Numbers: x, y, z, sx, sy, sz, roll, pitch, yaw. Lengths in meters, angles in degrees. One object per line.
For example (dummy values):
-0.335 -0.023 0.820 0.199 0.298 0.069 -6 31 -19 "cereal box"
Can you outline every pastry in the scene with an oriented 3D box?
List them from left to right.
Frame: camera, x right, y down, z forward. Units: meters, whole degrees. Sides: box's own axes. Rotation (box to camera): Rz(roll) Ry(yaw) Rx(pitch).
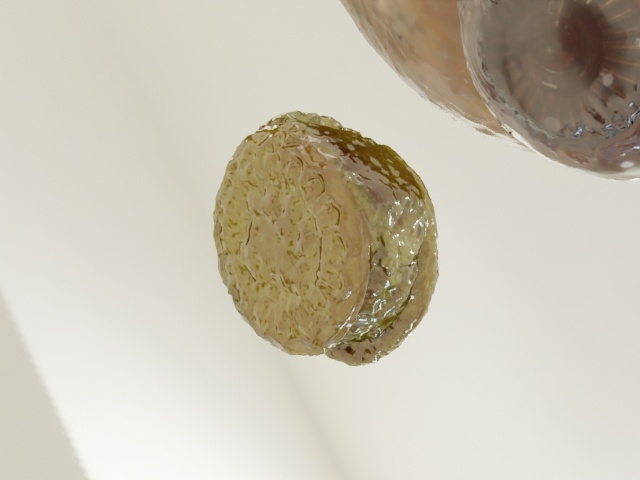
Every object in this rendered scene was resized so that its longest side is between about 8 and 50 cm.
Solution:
0.000 0.000 0.742 0.097 0.057 0.109 -6 -90 44 "pastry"

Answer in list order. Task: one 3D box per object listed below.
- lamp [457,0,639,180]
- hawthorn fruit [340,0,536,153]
0.149 -0.111 0.868 0.156 0.135 0.157 -8 -75 42 "lamp"
0.163 -0.259 1.065 0.403 0.403 0.403 22 -35 16 "hawthorn fruit"
